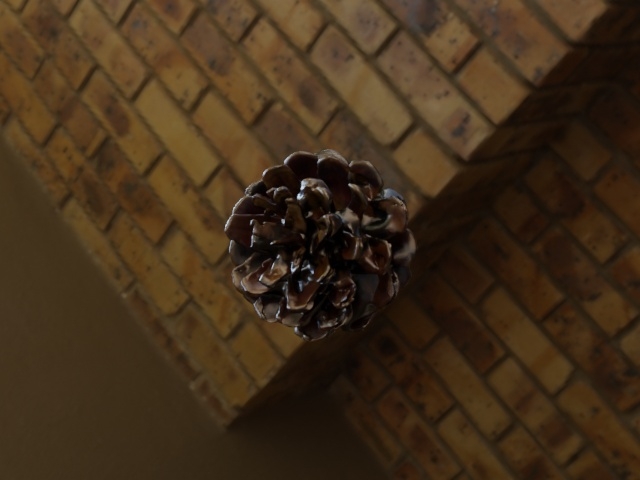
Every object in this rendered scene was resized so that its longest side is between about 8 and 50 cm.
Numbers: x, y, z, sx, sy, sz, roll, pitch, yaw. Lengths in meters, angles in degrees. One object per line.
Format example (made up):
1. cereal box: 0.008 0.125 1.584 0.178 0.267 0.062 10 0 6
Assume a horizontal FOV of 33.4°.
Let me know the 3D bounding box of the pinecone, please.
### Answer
1. pinecone: -0.001 0.002 0.755 0.140 0.140 0.121 48 -170 13
